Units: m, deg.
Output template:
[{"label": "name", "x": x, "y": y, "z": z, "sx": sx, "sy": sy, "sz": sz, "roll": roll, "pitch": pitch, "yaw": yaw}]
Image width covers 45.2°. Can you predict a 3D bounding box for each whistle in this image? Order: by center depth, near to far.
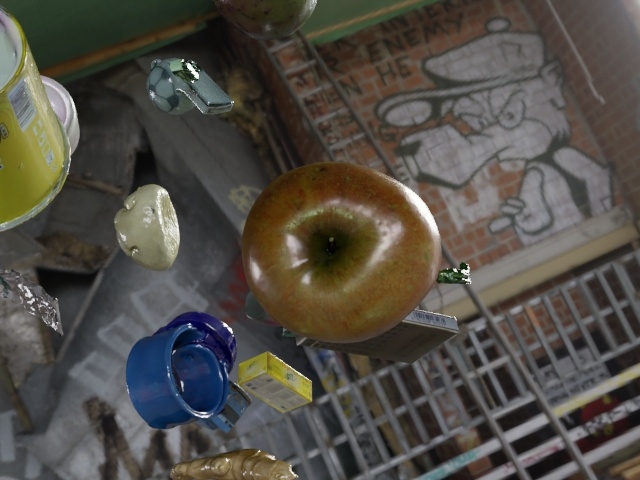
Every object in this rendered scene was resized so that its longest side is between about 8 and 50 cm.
[{"label": "whistle", "x": -0.371, "y": -0.394, "z": 2.063, "sx": 0.163, "sy": 0.289, "sz": 0.163, "roll": -35, "pitch": -24, "yaw": -18}]

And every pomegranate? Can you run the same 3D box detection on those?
[{"label": "pomegranate", "x": -0.067, "y": -0.507, "z": 1.391, "sx": 0.306, "sy": 0.242, "sz": 0.242, "roll": -21, "pitch": -6, "yaw": 26}]

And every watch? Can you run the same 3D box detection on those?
[{"label": "watch", "x": -0.241, "y": 0.238, "z": 1.345, "sx": 0.171, "sy": 0.196, "sz": 0.200, "roll": -30, "pitch": 14, "yaw": 27}]

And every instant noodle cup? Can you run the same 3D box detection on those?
[{"label": "instant noodle cup", "x": -0.448, "y": -0.159, "z": 0.930, "sx": 0.264, "sy": 0.264, "sz": 0.200, "roll": -22, "pitch": -24, "yaw": -21}]

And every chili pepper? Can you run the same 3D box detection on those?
[{"label": "chili pepper", "x": 0.285, "y": 0.070, "z": 1.583, "sx": 0.118, "sy": 0.055, "sz": 0.035, "roll": -16, "pitch": -40, "yaw": -47}]

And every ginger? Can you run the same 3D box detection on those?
[{"label": "ginger", "x": -0.188, "y": 0.496, "z": 1.667, "sx": 0.334, "sy": 0.081, "sz": 0.148, "roll": -5, "pitch": 0, "yaw": 20}]

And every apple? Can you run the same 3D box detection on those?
[{"label": "apple", "x": 0.024, "y": 0.011, "z": 0.922, "sx": 0.237, "sy": 0.237, "sz": 0.207, "roll": -26, "pitch": -11, "yaw": 10}]

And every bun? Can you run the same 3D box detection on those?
[{"label": "bun", "x": -0.490, "y": -0.029, "z": 2.161, "sx": 0.160, "sy": 0.259, "sz": 0.259, "roll": -11, "pitch": -8, "yaw": 2}]

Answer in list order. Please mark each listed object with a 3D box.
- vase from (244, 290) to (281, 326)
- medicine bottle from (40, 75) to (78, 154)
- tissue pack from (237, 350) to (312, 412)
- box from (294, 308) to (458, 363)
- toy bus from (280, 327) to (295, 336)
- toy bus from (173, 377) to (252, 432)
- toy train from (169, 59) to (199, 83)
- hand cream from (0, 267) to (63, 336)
[{"label": "vase", "x": -0.075, "y": 0.170, "z": 1.786, "sx": 0.086, "sy": 0.086, "sz": 0.214, "roll": -30, "pitch": -36, "yaw": 28}, {"label": "medicine bottle", "x": -0.628, "y": -0.254, "z": 1.722, "sx": 0.170, "sy": 0.170, "sz": 0.293, "roll": -23, "pitch": 2, "yaw": -15}, {"label": "tissue pack", "x": -0.109, "y": 0.346, "z": 1.872, "sx": 0.095, "sy": 0.062, "sz": 0.176, "roll": -28, "pitch": -48, "yaw": 26}, {"label": "box", "x": 0.126, "y": 0.201, "z": 1.707, "sx": 0.325, "sy": 0.047, "sz": 0.180, "roll": 14, "pitch": -38, "yaw": -29}, {"label": "toy bus", "x": -0.041, "y": 0.194, "z": 2.038, "sx": 0.092, "sy": 0.079, "sz": 0.160, "roll": 9, "pitch": -34, "yaw": -28}, {"label": "toy bus", "x": -0.307, "y": 0.413, "z": 2.021, "sx": 0.234, "sy": 0.116, "sz": 0.133, "roll": 9, "pitch": 55, "yaw": 41}, {"label": "toy train", "x": -0.330, "y": -0.413, "z": 1.882, "sx": 0.053, "sy": 0.033, "sz": 0.083, "roll": -6, "pitch": -16, "yaw": 11}, {"label": "hand cream", "x": -0.589, "y": 0.104, "z": 1.496, "sx": 0.257, "sy": 0.084, "sz": 0.050, "roll": 19, "pitch": 28, "yaw": 25}]
